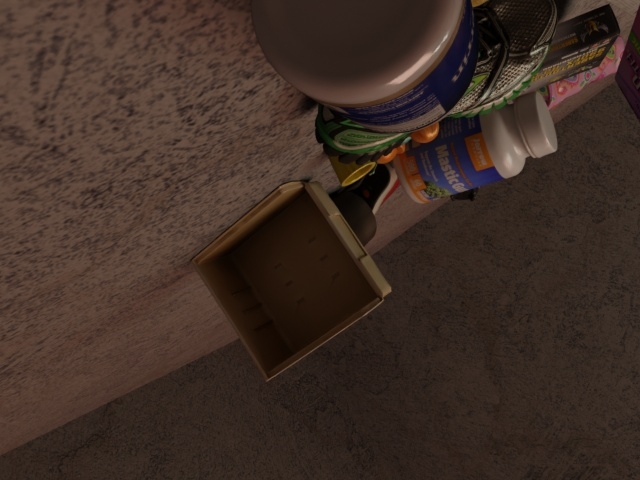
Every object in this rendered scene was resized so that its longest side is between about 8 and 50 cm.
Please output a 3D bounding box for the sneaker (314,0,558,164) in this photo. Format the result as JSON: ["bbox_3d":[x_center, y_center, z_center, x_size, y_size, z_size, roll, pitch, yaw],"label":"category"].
[{"bbox_3d":[0.154,-0.211,0.751,0.343,0.134,0.146,-32,171,-8],"label":"sneaker"}]

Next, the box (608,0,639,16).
[{"bbox_3d":[0.535,-0.448,1.070,0.067,0.063,0.324,-41,169,35],"label":"box"}]

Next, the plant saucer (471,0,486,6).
[{"bbox_3d":[0.252,-0.363,0.448,0.332,0.081,0.333,-32,172,-4],"label":"plant saucer"}]

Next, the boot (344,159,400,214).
[{"bbox_3d":[0.151,-0.127,1.391,0.176,0.088,0.244,-29,167,-37],"label":"boot"}]

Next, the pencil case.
[{"bbox_3d":[0.545,-0.378,1.347,0.284,0.124,0.124,-31,171,-23],"label":"pencil case"}]

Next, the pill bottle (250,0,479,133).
[{"bbox_3d":[0.058,-0.175,0.533,0.153,0.153,0.264,-36,172,16],"label":"pill bottle"}]

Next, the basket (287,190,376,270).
[{"bbox_3d":[0.000,0.000,1.309,0.204,0.154,0.227,16,-139,42],"label":"basket"}]

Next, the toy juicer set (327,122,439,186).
[{"bbox_3d":[0.176,-0.207,1.010,0.329,0.089,0.209,-40,169,36],"label":"toy juicer set"}]

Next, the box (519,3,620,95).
[{"bbox_3d":[0.391,-0.319,1.093,0.231,0.056,0.183,-19,174,13],"label":"box"}]

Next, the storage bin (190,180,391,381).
[{"bbox_3d":[-0.051,0.067,1.116,0.260,0.262,0.123,-37,172,24],"label":"storage bin"}]

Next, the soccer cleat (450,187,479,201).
[{"bbox_3d":[0.385,-0.237,1.624,0.116,0.143,0.331,3,151,5],"label":"soccer cleat"}]

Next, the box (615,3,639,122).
[{"bbox_3d":[0.427,-0.214,0.576,0.213,0.117,0.243,-22,158,9],"label":"box"}]

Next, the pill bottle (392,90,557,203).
[{"bbox_3d":[0.284,-0.174,1.134,0.272,0.152,0.152,-17,-178,33],"label":"pill bottle"}]
